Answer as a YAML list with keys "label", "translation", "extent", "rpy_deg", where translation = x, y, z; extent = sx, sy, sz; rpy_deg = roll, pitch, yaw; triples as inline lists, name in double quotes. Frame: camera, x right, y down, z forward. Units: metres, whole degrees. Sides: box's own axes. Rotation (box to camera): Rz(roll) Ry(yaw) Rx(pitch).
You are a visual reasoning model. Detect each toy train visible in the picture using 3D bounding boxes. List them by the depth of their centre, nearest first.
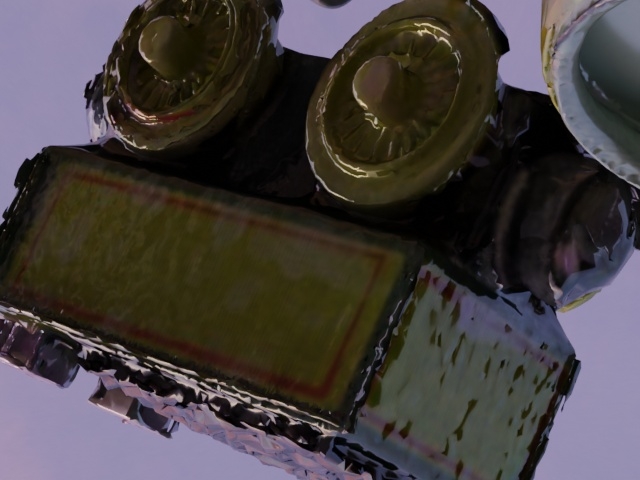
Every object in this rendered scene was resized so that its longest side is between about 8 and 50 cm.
- label: "toy train"
  translation: [0.000, 0.000, 0.735]
  extent: [0.261, 0.134, 0.177]
  rpy_deg: [14, -103, 43]

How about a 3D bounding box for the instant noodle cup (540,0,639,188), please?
- label: "instant noodle cup"
  translation: [0.145, -0.133, 0.479]
  extent: [0.215, 0.215, 0.236]
  rpy_deg: [9, -112, 3]

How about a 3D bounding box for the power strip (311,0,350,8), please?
- label: "power strip"
  translation: [0.068, -0.178, 0.850]
  extent: [0.215, 0.061, 0.145]
  rpy_deg: [-38, -53, -8]
